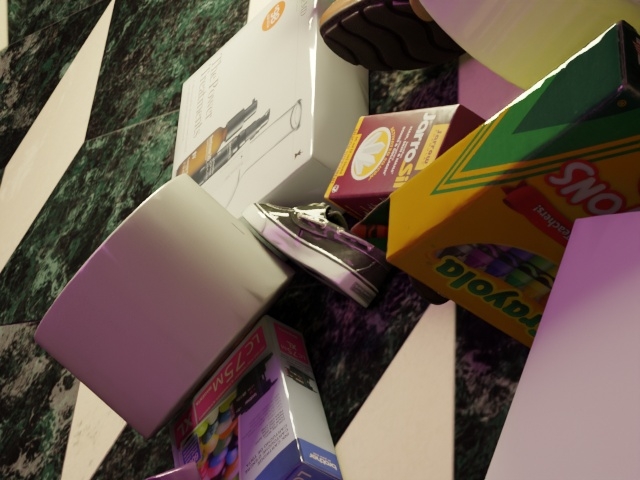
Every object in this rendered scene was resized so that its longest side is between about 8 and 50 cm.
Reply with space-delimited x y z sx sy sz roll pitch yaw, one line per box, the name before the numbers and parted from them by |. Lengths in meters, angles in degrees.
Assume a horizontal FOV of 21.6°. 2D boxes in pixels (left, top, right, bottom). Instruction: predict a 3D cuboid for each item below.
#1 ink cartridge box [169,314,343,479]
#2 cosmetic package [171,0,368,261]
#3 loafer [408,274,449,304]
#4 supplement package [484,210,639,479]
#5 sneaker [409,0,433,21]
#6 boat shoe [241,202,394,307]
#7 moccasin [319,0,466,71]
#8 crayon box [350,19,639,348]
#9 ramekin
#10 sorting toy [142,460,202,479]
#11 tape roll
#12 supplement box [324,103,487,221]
ink cartridge box | -0.069 0.234 1.726 0.186 0.065 0.311 -50 30 19
cosmetic package | -0.065 -0.130 2.054 0.284 0.097 0.377 -37 34 32
loafer | 0.159 -0.035 1.583 0.220 0.080 0.078 -59 26 0
supplement package | 0.254 0.122 1.190 0.204 0.145 0.262 -7 56 57
sneaker | 0.147 -0.313 1.672 0.086 0.064 0.192 -10 56 48
boat shoe | 0.000 0.000 1.809 0.219 0.078 0.070 32 83 43
moccasin | 0.150 -0.301 1.809 0.380 0.139 0.147 -32 36 41
crayon box | 0.198 -0.017 1.368 0.318 0.202 0.081 -38 33 38
ramekin | 0.204 -0.250 1.527 0.135 0.277 0.277 -51 27 31
sorting toy | -0.190 0.326 1.744 0.365 0.127 0.126 -36 74 59
tape roll | -0.168 0.074 1.830 0.246 0.169 0.246 -48 -3 -3
supplement box | 0.099 -0.072 1.724 0.188 0.081 0.104 -1 61 59
